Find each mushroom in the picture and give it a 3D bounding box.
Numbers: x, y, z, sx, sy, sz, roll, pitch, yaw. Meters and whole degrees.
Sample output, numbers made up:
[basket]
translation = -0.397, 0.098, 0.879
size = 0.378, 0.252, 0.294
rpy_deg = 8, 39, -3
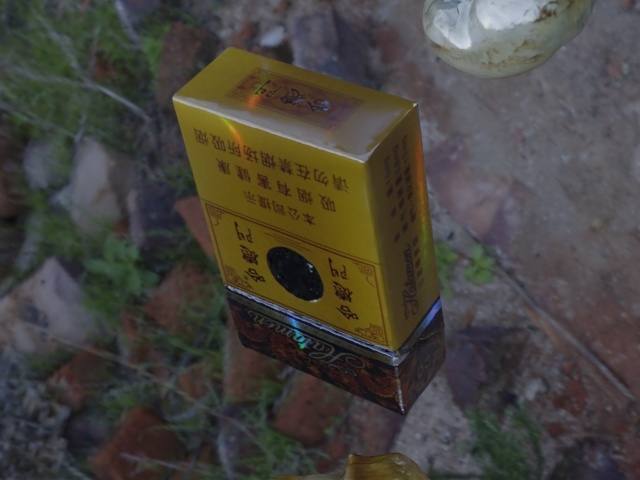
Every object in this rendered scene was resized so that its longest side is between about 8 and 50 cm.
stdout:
[mushroom]
translation = 0.146, -0.190, 0.928
size = 0.148, 0.112, 0.148
rpy_deg = -41, 21, 19

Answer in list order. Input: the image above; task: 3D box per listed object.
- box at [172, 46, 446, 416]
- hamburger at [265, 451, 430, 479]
[box]
translation = 0.000, 0.000, 1.410
size = 0.264, 0.415, 0.116
rpy_deg = 20, 50, 28
[hamburger]
translation = 0.052, 0.272, 0.685
size = 0.170, 0.314, 0.289
rpy_deg = -24, 45, 19
